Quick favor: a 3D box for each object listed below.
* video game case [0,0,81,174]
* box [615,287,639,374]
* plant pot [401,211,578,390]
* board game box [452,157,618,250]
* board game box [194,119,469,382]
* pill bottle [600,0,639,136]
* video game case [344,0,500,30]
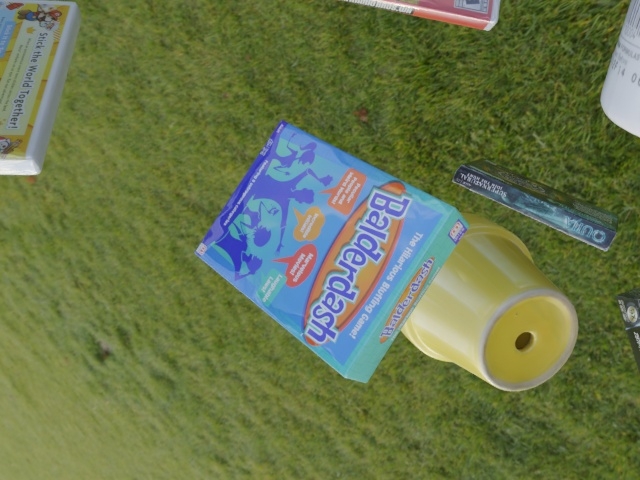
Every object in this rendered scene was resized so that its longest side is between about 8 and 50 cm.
[{"bbox_3d":[-0.346,-0.151,0.512,0.206,0.227,0.026,0,144,-8],"label":"video game case"},{"bbox_3d":[0.583,0.132,0.864,0.180,0.077,0.147,-16,89,3],"label":"box"},{"bbox_3d":[0.261,0.107,0.887,0.239,0.254,0.254,-129,21,-65],"label":"plant pot"},{"bbox_3d":[0.264,-0.050,0.678,0.186,0.126,0.026,29,113,21],"label":"board game box"},{"bbox_3d":[0.000,0.000,0.504,0.210,0.160,0.047,32,179,34],"label":"board game box"},{"bbox_3d":[0.235,-0.160,0.262,0.131,0.131,0.229,23,128,28],"label":"pill bottle"},{"bbox_3d":[0.058,-0.346,0.584,0.285,0.204,0.025,9,174,-5],"label":"video game case"}]
